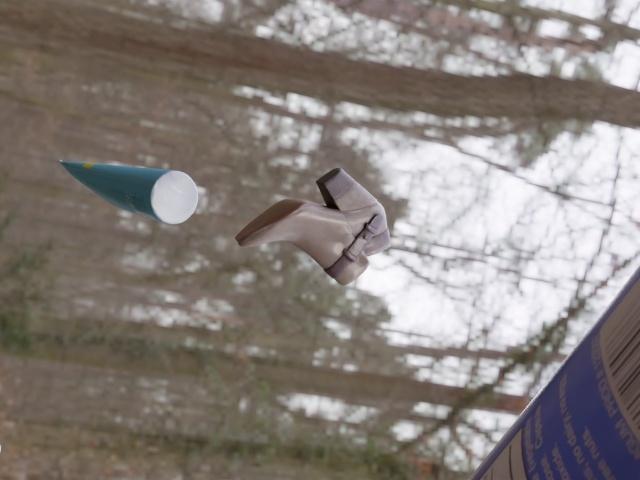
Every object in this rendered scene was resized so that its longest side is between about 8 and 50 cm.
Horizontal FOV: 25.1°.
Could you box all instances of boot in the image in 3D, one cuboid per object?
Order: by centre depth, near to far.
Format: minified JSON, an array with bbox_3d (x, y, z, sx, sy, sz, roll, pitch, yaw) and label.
[{"bbox_3d":[0.000,0.000,1.175,0.118,0.087,0.042,-32,-157,-6],"label":"boot"}]

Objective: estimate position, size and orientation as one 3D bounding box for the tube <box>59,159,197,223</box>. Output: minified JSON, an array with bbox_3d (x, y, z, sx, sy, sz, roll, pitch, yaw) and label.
[{"bbox_3d":[-0.199,-0.052,1.487,0.207,0.080,0.052,11,-120,55],"label":"tube"}]

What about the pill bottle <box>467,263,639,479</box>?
[{"bbox_3d":[0.135,0.117,0.556,0.272,0.152,0.152,-59,-148,33],"label":"pill bottle"}]
